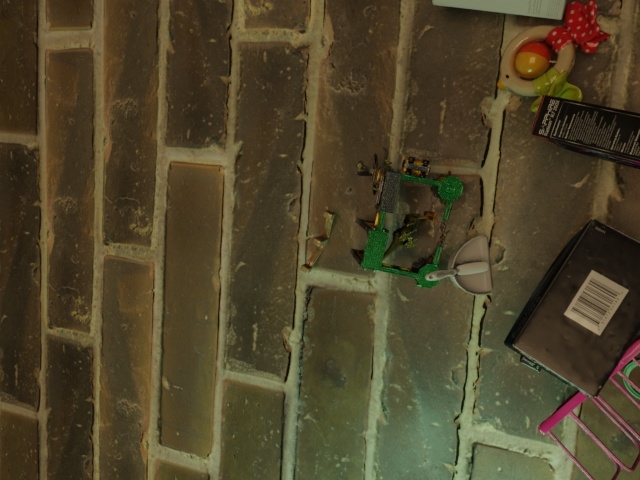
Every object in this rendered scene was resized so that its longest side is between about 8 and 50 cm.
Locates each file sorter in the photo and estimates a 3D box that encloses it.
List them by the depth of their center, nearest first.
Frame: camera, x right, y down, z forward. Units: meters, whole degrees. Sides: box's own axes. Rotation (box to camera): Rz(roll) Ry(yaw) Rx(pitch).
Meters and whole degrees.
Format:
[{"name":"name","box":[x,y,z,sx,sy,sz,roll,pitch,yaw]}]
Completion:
[{"name":"file sorter","box":[0.659,0.360,1.210,0.182,0.202,0.291,49,116,26]}]

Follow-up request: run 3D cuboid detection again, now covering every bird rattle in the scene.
[{"name":"bird rattle","box":[0.505,-0.410,1.265,0.206,0.143,0.254,20,101,36]}]

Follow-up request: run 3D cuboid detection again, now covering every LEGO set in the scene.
[{"name":"LEGO set","box":[0.205,-0.050,1.431,0.254,0.192,0.332,2,101,-7]}]

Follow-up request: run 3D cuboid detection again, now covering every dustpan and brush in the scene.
[{"name":"dustpan and brush","box":[0.334,0.071,1.355,0.211,0.060,0.147,-8,94,-17]}]

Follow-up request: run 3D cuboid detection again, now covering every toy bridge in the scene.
[{"name":"toy bridge","box":[0.000,0.000,1.551,0.026,0.063,0.188,29,107,17]}]

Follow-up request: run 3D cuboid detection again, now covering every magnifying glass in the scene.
[{"name":"magnifying glass","box":[0.790,0.352,1.256,0.231,0.026,0.092,36,105,28]}]

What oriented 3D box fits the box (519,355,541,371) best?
[{"name":"box","box":[0.524,0.263,1.363,0.052,0.062,0.083,29,105,16]}]

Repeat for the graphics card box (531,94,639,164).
[{"name":"graphics card box","box":[0.637,-0.190,1.115,0.370,0.232,0.094,25,105,38]}]

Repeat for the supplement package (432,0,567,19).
[{"name":"supplement package","box":[0.402,-0.621,1.221,0.292,0.175,0.178,15,72,20]}]

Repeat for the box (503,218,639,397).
[{"name":"box","box":[0.540,0.144,1.182,0.182,0.294,0.296,33,90,18]}]
